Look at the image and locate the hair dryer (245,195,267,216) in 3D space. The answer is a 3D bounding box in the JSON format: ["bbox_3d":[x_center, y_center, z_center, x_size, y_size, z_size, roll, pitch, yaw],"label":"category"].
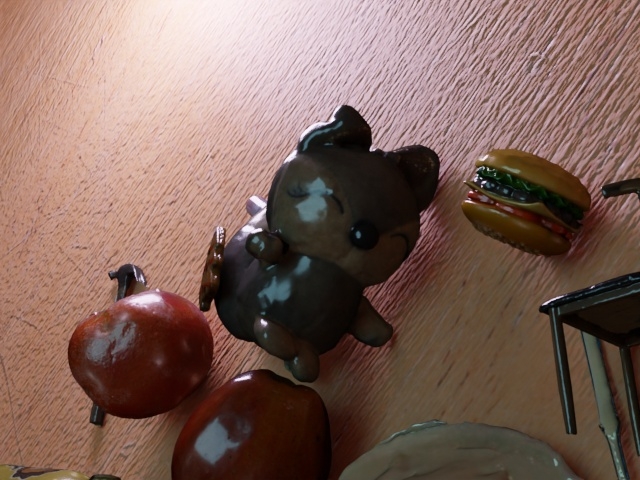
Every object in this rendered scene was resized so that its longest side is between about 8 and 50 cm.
[{"bbox_3d":[-0.109,-0.012,2.028,0.063,0.037,0.114,37,106,51],"label":"hair dryer"}]

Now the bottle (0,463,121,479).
[{"bbox_3d":[-0.422,0.452,2.014,0.351,0.171,0.171,-7,65,42],"label":"bottle"}]

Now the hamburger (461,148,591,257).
[{"bbox_3d":[0.255,-0.048,1.563,0.162,0.162,0.115,24,90,50],"label":"hamburger"}]

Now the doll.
[{"bbox_3d":[-0.026,-0.017,1.783,0.379,0.252,0.382,22,80,50],"label":"doll"}]

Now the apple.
[{"bbox_3d":[-0.087,0.287,1.698,0.234,0.234,0.234,-24,54,37],"label":"apple"}]

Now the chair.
[{"bbox_3d":[0.355,0.081,1.369,0.166,0.188,0.272,-23,58,37],"label":"chair"}]

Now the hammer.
[{"bbox_3d":[-0.368,0.183,2.203,0.125,0.027,0.297,-11,62,49],"label":"hammer"}]

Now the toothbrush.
[{"bbox_3d":[0.332,0.190,1.450,0.026,0.028,0.294,-17,56,15],"label":"toothbrush"}]

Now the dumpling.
[{"bbox_3d":[0.130,0.343,1.443,0.395,0.233,0.315,-24,50,20],"label":"dumpling"}]

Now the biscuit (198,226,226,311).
[{"bbox_3d":[-0.162,0.042,1.855,0.119,0.019,0.130,140,142,-71],"label":"biscuit"}]

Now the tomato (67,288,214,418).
[{"bbox_3d":[-0.275,0.183,1.970,0.232,0.232,0.188,-29,80,34],"label":"tomato"}]
